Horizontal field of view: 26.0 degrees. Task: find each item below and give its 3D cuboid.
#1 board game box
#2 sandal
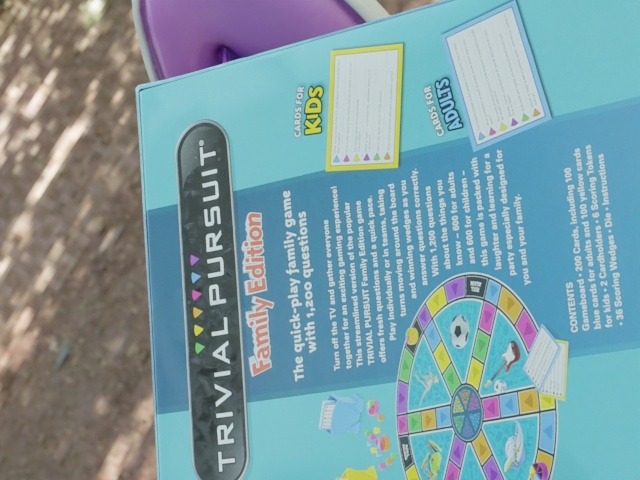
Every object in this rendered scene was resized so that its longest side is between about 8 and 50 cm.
[{"bbox_3d":[0.069,0.014,0.678,0.336,0.079,0.254,-11,76,30],"label":"board game box"},{"bbox_3d":[0.014,-0.005,0.868,0.169,0.416,0.102,-18,26,22],"label":"sandal"}]
